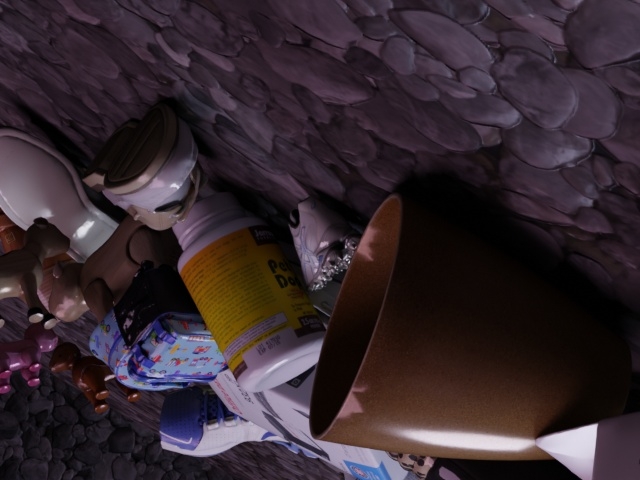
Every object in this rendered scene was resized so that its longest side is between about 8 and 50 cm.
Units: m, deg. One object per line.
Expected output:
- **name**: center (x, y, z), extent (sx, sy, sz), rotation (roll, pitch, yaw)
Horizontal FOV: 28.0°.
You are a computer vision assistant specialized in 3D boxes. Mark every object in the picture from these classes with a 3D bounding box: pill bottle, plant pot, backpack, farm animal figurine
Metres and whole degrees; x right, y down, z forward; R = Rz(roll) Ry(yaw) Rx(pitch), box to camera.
- **pill bottle**: center (-0.085, 0.055, 1.453), extent (0.215, 0.117, 0.117), rotation (60, 169, 16)
- **plant pot**: center (0.146, 0.108, 1.184), extent (0.254, 0.237, 0.237), rotation (19, 164, -7)
- **backpack**: center (-0.187, 0.121, 1.545), extent (0.158, 0.173, 0.117), rotation (11, -138, -44)
- **farm animal figurine**: center (-0.294, 0.057, 1.640), extent (0.172, 0.327, 0.330), rotation (59, -176, 33)

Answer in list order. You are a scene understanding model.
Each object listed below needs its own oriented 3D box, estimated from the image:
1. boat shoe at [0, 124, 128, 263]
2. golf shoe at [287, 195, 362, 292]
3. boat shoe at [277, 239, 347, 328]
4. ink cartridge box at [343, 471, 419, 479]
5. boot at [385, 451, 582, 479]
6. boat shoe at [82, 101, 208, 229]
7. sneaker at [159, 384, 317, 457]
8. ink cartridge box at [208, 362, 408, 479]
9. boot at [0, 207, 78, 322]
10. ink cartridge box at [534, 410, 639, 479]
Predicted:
- **boat shoe**: center (-0.349, -0.054, 1.725), extent (0.305, 0.109, 0.091), rotation (46, -176, -37)
- **golf shoe**: center (0.000, 0.000, 1.391), extent (0.086, 0.069, 0.176), rotation (52, 162, 8)
- **boat shoe**: center (-0.019, 0.064, 1.525), extent (0.258, 0.084, 0.095), rotation (16, 156, 41)
- **ink cartridge box**: center (0.118, 0.383, 1.945), extent (0.158, 0.092, 0.218), rotation (41, -162, -30)
- **boot**: center (0.237, 0.254, 1.377), extent (0.284, 0.138, 0.377), rotation (36, -165, 17)
- **boat shoe**: center (-0.175, -0.074, 1.395), extent (0.103, 0.113, 0.302), rotation (36, 173, -17)
- **sneaker**: center (-0.098, 0.258, 2.053), extent (0.315, 0.127, 0.182), rotation (2, 147, -3)
- **ink cartridge box**: center (-0.013, 0.210, 1.824), extent (0.307, 0.129, 0.223), rotation (23, 158, 27)
- **boot**: center (-0.387, -0.015, 1.872), extent (0.109, 0.283, 0.220), rotation (-26, 98, 22)
- **ink cartridge box**: center (0.359, 0.218, 1.026), extent (0.207, 0.119, 0.353), rotation (37, 141, -30)
